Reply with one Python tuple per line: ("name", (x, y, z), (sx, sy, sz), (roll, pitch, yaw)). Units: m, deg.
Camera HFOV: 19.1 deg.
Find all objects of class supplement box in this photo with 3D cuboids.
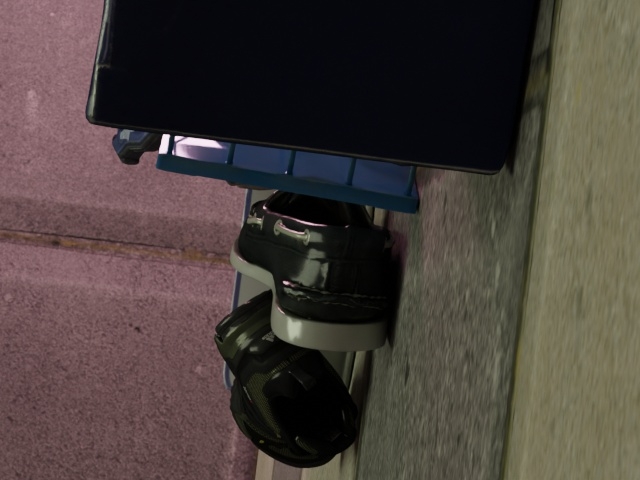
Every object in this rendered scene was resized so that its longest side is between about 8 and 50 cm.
("supplement box", (-0.002, -0.177, 0.991), (0.356, 0.195, 0.194), (-93, 11, -75))

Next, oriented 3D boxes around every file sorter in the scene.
("file sorter", (-0.014, -0.097, 1.262), (0.118, 0.170, 0.104), (-93, 13, -72))

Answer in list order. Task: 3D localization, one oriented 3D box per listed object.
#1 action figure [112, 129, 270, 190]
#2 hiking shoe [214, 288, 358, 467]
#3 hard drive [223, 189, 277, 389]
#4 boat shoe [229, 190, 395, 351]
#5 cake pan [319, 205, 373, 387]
("action figure", (-0.041, -0.199, 1.690), (0.341, 0.178, 0.330), (-32, 51, 50))
("hiking shoe", (-0.018, 0.139, 1.496), (0.114, 0.086, 0.227), (54, 173, 34))
("hard drive", (-0.036, 0.034, 1.930), (0.318, 0.040, 0.210), (-9, -73, -81))
("boat shoe", (0.000, 0.000, 1.414), (0.302, 0.114, 0.091), (-135, 50, -71))
("cake pan", (0.004, 0.020, 1.700), (0.293, 0.054, 0.293), (-173, 90, -87))
